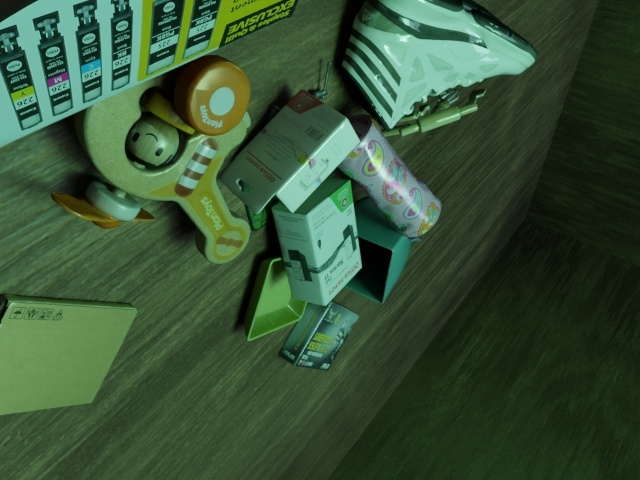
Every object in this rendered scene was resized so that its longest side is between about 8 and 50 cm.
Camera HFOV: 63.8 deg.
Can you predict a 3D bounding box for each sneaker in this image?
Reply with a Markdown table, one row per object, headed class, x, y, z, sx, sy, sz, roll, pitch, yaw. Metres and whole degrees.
| class | x | y | z | sx | sy | sz | roll | pitch | yaw |
| --- | --- | --- | --- | --- | --- | --- | --- | --- | --- |
| sneaker | 0.217 | -0.343 | 1.014 | 0.448 | 0.169 | 0.257 | 1 | 135 | -38 |

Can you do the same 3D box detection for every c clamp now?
| class | x | y | z | sx | sy | sz | roll | pitch | yaw |
| --- | --- | --- | --- | --- | --- | --- | --- | --- | --- |
| c clamp | -0.041 | -0.217 | 0.877 | 0.161 | 0.022 | 0.137 | -38 | 147 | -36 |

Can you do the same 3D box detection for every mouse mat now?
| class | x | y | z | sx | sy | sz | roll | pitch | yaw |
| --- | --- | --- | --- | --- | --- | --- | --- | --- | --- |
| mouse mat | -0.071 | -0.119 | 0.937 | 0.189 | 0.007 | 0.152 | -46 | 149 | -29 |

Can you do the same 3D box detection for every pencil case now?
| class | x | y | z | sx | sy | sz | roll | pitch | yaw |
| --- | --- | --- | --- | --- | --- | --- | --- | --- | --- |
| pencil case | 0.130 | -0.121 | 1.037 | 0.284 | 0.124 | 0.124 | 43 | 76 | -33 |

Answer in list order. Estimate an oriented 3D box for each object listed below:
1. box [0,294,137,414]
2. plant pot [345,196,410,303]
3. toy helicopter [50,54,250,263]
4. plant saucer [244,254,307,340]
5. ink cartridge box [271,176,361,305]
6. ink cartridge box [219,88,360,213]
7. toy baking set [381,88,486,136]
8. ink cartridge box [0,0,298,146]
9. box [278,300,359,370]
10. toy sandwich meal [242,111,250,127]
| class | x | y | z | sx | sy | sz | roll | pitch | yaw |
| --- | --- | --- | --- | --- | --- | --- | --- | --- | --- |
| box | -0.360 | 0.155 | 0.690 | 0.164 | 0.021 | 0.201 | -63 | 153 | 3 |
| plant pot | 0.141 | -0.004 | 1.242 | 0.234 | 0.166 | 0.165 | -43 | 149 | -43 |
| toy helicopter | -0.183 | -0.067 | 0.656 | 0.235 | 0.140 | 0.355 | -44 | 148 | -17 |
| plant saucer | -0.084 | 0.100 | 1.078 | 0.188 | 0.045 | 0.188 | -12 | 125 | -55 |
| ink cartridge box | 0.000 | 0.000 | 1.006 | 0.153 | 0.087 | 0.208 | -43 | 133 | -42 |
| ink cartridge box | -0.050 | -0.128 | 0.811 | 0.198 | 0.115 | 0.067 | -46 | 147 | -2 |
| toy baking set | 0.245 | -0.283 | 1.100 | 0.196 | 0.257 | 0.030 | -97 | 168 | -63 |
| ink cartridge box | -0.152 | -0.212 | 0.393 | 0.310 | 0.130 | 0.272 | -36 | 177 | -26 |
| box | 0.004 | 0.246 | 1.354 | 0.183 | 0.056 | 0.231 | -58 | 153 | -4 |
| toy sandwich meal | -0.138 | -0.163 | 0.755 | 0.086 | 0.029 | 0.085 | -40 | 146 | -35 |
